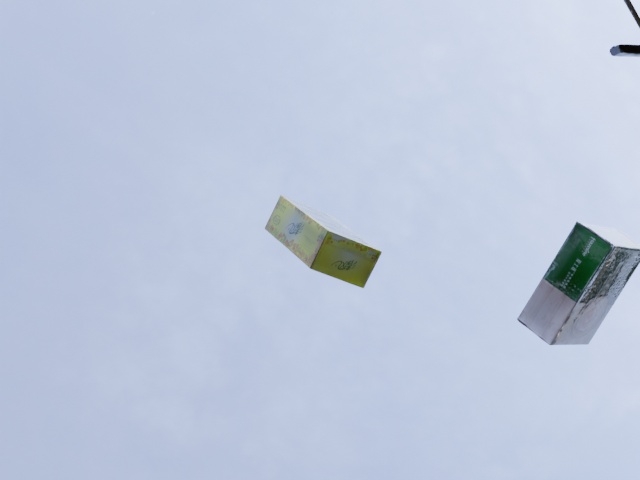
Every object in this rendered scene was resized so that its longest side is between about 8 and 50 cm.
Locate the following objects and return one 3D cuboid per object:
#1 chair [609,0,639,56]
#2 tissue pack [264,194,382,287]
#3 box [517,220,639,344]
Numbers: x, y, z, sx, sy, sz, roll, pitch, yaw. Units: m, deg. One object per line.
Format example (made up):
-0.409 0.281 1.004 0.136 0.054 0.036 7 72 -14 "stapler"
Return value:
0.495 -0.315 1.235 0.319 0.160 0.186 -1 -119 -31 "chair"
0.000 0.000 1.393 0.095 0.176 0.062 21 -82 -31 "tissue pack"
0.428 0.073 1.598 0.135 0.081 0.199 5 -60 -47 "box"
